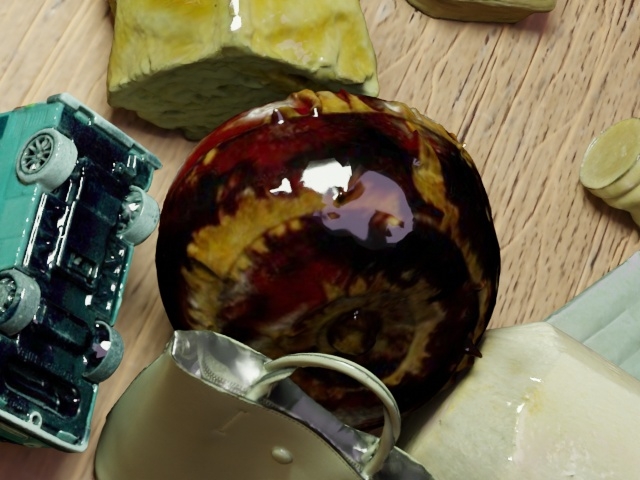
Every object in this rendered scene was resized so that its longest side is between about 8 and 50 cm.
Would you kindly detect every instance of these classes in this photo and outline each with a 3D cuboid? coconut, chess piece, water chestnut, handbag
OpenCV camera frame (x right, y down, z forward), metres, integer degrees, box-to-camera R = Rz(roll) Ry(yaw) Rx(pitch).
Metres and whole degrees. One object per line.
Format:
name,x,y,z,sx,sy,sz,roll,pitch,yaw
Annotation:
coconut,0.179,0.194,1.369,0.241,0.241,0.241,9,68,-23
chess piece,0.355,-0.031,1.618,0.200,0.090,0.090,37,60,-23
water chestnut,0.000,0.000,1.321,0.300,0.300,0.300,9,68,-23
handbag,-0.040,0.163,1.211,0.241,0.315,0.109,34,63,-11

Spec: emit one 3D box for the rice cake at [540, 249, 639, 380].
rice cake,0.271,0.098,1.547,0.211,0.038,0.124,-37,90,-32

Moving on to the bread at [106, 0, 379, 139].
bread,-0.074,-0.219,1.406,0.239,0.196,0.252,13,69,-26

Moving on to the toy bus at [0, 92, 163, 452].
toy bus,-0.229,0.030,1.263,0.128,0.147,0.256,36,56,-43

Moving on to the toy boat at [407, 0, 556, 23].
toy boat,0.137,-0.275,1.603,0.188,0.061,0.116,6,71,-24
